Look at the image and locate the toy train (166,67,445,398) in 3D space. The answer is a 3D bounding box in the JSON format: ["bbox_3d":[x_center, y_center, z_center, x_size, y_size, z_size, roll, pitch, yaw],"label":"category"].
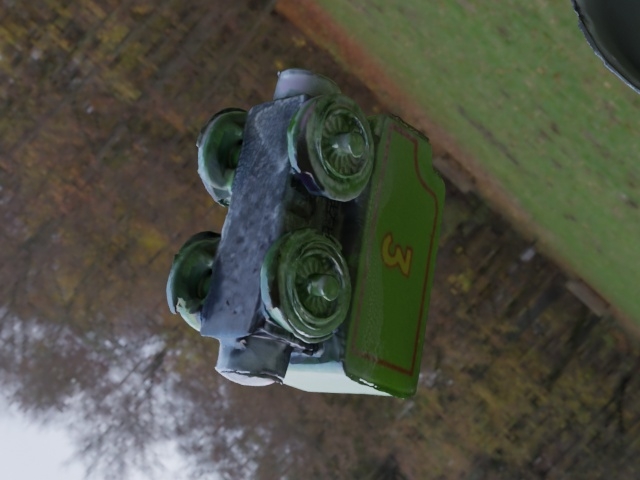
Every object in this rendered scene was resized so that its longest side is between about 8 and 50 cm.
[{"bbox_3d":[0.000,0.000,1.003,0.173,0.307,0.249,-4,159,41],"label":"toy train"}]

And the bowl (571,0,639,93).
[{"bbox_3d":[0.209,-0.105,0.456,0.189,0.189,0.086,47,177,33],"label":"bowl"}]
